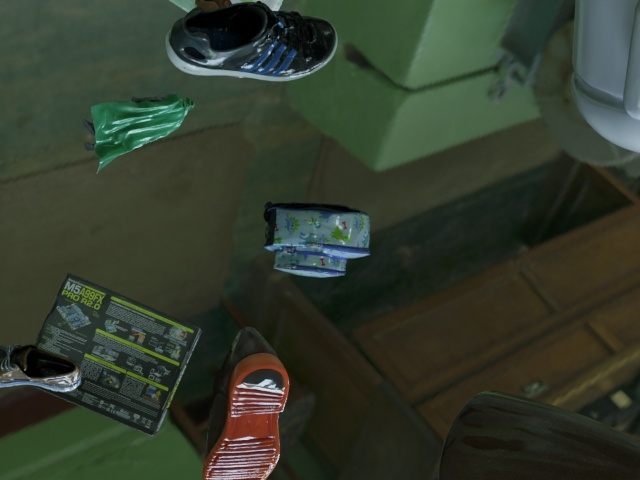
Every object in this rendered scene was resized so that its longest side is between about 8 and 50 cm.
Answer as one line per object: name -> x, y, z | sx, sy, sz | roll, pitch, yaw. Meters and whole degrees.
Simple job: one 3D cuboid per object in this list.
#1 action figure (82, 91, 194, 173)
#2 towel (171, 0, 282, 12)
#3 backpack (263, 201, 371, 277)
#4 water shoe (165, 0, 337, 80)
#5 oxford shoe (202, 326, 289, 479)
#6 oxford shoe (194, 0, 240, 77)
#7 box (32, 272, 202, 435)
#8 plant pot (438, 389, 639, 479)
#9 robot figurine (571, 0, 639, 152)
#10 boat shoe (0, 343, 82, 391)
action figure -> -0.330, -0.224, 1.840 | 0.232, 0.063, 0.137 | -25, 138, -36
towel -> -0.131, -0.516, 1.672 | 0.248, 0.038, 0.324 | 32, 112, -15
backpack -> 0.000, 0.000, 1.124 | 0.105, 0.114, 0.084 | 10, 81, -79
water shoe -> -0.059, -0.212, 1.045 | 0.203, 0.072, 0.080 | -12, 171, -29
oxford shoe -> -0.105, 0.237, 1.316 | 0.097, 0.098, 0.271 | 5, 123, -23
oxford shoe -> -0.155, -0.332, 1.548 | 0.076, 0.212, 0.076 | -13, 140, -20
box -> -0.384, 0.210, 1.820 | 0.060, 0.270, 0.216 | 115, -3, -79
plant pot -> 0.298, 0.296, 1.184 | 0.215, 0.230, 0.215 | 3, 86, -45
robot figurine -> 0.374, -0.241, 1.058 | 0.300, 0.200, 0.353 | -47, 140, -45
boat shoe -> -0.452, 0.183, 1.492 | 0.183, 0.066, 0.066 | 7, 150, -13
